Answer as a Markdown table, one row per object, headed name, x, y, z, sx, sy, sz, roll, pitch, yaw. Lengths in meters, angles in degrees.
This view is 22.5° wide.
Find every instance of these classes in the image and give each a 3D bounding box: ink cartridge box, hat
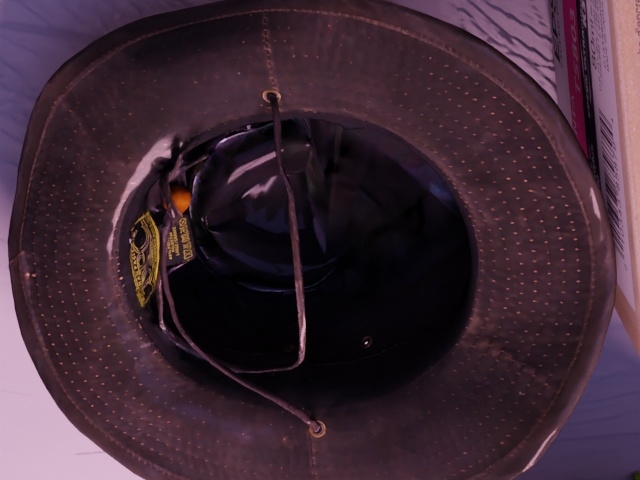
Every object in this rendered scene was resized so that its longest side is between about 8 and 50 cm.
| name | x | y | z | sx | sy | sz | roll | pitch | yaw |
| --- | --- | --- | --- | --- | --- | --- | --- | --- | --- |
| ink cartridge box | 0.180 | -0.079 | 0.843 | 0.088 | 0.193 | 0.235 | -10 | 113 | 0 |
| hat | 0.000 | 0.000 | 0.895 | 0.331 | 0.134 | 0.331 | 5 | 110 | 13 |

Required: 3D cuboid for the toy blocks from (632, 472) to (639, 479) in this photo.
| name | x | y | z | sx | sy | sz | roll | pitch | yaw |
| --- | --- | --- | --- | --- | --- | --- | --- | --- | --- |
| toy blocks | 0.199 | 0.311 | 1.038 | 0.381 | 0.191 | 0.261 | 2 | 124 | -6 |
